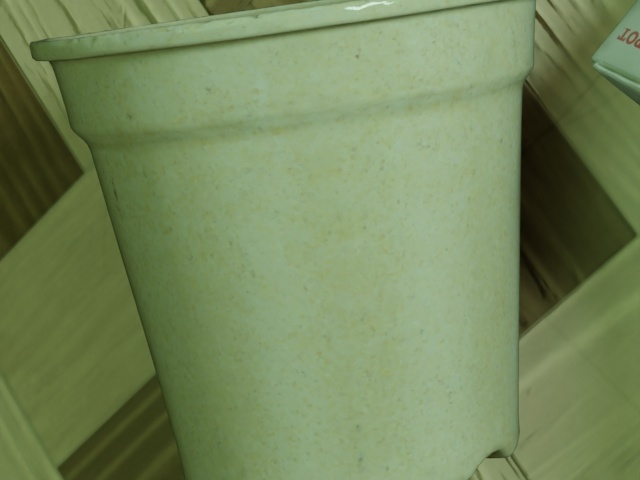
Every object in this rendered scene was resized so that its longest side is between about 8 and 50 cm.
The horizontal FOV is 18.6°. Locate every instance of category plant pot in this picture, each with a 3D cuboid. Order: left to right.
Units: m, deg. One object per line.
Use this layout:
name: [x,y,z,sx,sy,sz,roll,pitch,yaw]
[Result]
plant pot: [0.000,0.000,1.258,0.333,0.334,0.306,-2,99,32]

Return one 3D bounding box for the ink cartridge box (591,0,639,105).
ink cartridge box: [0.276,-0.145,1.123,0.212,0.093,0.154,-50,24,2]
